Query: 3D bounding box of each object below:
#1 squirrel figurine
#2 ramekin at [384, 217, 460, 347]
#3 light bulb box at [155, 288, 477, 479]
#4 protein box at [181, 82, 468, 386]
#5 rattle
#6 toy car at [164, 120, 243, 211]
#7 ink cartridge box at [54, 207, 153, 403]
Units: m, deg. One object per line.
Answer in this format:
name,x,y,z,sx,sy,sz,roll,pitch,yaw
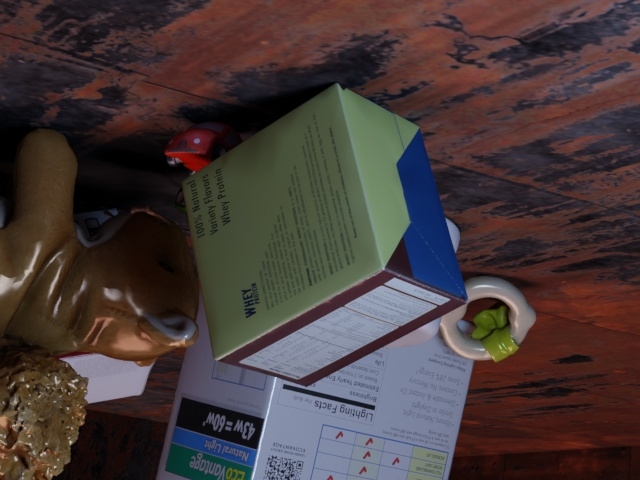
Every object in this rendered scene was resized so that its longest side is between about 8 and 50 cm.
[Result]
squirrel figurine,-0.324,0.084,1.634,0.370,0.397,0.281,22,156,-20
ramekin,0.026,0.042,1.852,0.277,0.135,0.277,5,166,1
light bulb box,-0.003,0.244,2.148,0.358,0.361,0.225,18,173,-37
protein box,0.000,0.000,1.438,0.201,0.199,0.136,-30,148,29
rattle,0.193,0.069,2.108,0.200,0.142,0.130,25,129,-12
toy car,-0.088,-0.069,1.627,0.239,0.053,0.225,15,164,-29
ink cartridge box,-0.384,0.065,1.835,0.309,0.272,0.130,-8,148,-26
